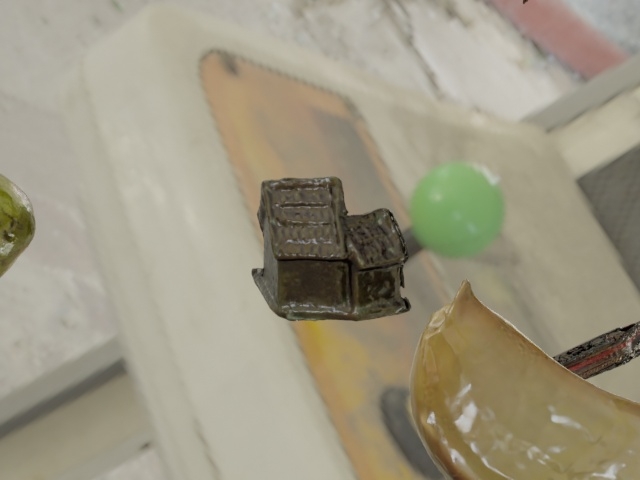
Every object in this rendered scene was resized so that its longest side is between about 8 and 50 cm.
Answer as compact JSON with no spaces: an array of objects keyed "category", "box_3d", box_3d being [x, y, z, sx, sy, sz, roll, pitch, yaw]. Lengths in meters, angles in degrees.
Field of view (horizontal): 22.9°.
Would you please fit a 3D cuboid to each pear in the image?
[{"category":"pear","box_3d":[-0.287,-0.010,1.249,0.131,0.107,0.107,17,42,-48]}]

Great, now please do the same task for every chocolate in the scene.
[{"category":"chocolate","box_3d":[0.328,0.138,1.903,0.086,0.182,0.028,67,0,-59]}]

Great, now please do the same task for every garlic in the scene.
[{"category":"garlic","box_3d":[0.226,0.183,1.401,0.338,0.196,0.151,29,46,18]}]

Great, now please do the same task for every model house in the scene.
[{"category":"model house","box_3d":[0.007,0.000,1.585,0.106,0.165,0.152,-88,177,-62]}]

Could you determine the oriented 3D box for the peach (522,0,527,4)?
[{"category":"peach","box_3d":[0.163,-0.309,1.511,0.092,0.127,0.172,82,-11,-46]}]
